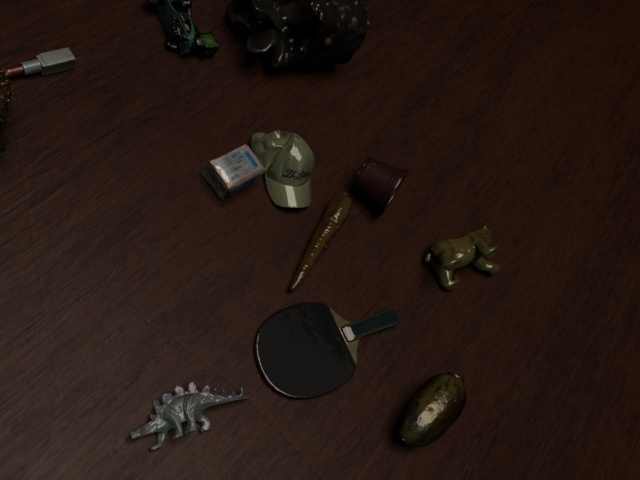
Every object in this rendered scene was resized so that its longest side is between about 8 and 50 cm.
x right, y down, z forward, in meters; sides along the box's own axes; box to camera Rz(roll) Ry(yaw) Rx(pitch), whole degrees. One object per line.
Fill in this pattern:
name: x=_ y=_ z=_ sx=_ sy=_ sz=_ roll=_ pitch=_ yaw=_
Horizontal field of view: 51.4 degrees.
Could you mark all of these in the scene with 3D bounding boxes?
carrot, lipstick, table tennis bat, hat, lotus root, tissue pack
carrot: x=0.000 y=0.000 z=1.283 sx=0.049 sy=0.049 sz=0.254 roll=35 pitch=57 yaw=-7
lipstick: x=-0.508 y=-0.314 z=1.193 sx=0.129 sy=0.030 sz=0.030 roll=-28 pitch=80 yaw=-35
table tennis bat: x=0.019 y=0.180 z=1.211 sx=0.301 sy=0.022 sz=0.173 roll=-17 pitch=73 yaw=-31
hat: x=-0.068 y=-0.142 z=1.306 sx=0.123 sy=0.081 sz=0.165 roll=-1 pitch=76 yaw=-25
lotus root: x=0.205 y=0.307 z=1.199 sx=0.081 sy=0.089 sz=0.179 roll=21 pitch=48 yaw=37
tissue pack: x=-0.164 y=-0.131 z=1.256 sx=0.094 sy=0.059 sz=0.074 roll=-33 pitch=85 yaw=-35

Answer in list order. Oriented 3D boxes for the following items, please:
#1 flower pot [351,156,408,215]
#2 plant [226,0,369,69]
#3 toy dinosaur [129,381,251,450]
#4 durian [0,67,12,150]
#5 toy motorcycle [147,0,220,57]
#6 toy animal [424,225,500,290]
flower pot: x=0.117 y=-0.121 z=1.374 sx=0.089 sy=0.111 sz=0.111 roll=31 pitch=54 yaw=6
plant: x=-0.047 y=-0.476 z=1.414 sx=0.276 sy=0.188 sz=0.198 roll=-3 pitch=66 yaw=-29
toy dinosaur: x=-0.200 y=0.264 z=1.047 sx=0.209 sy=0.039 sz=0.082 roll=-11 pitch=69 yaw=-31
durian: x=-0.574 y=-0.215 z=1.050 sx=0.196 sy=0.167 sz=0.195 roll=0 pitch=91 yaw=-22
toy motorcycle: x=-0.287 y=-0.452 z=1.363 sx=0.100 sy=0.058 sz=0.173 roll=-22 pitch=78 yaw=-41
toy animal: x=0.308 y=0.024 z=1.408 sx=0.219 sy=0.103 sz=0.101 roll=-16 pitch=50 yaw=-28
